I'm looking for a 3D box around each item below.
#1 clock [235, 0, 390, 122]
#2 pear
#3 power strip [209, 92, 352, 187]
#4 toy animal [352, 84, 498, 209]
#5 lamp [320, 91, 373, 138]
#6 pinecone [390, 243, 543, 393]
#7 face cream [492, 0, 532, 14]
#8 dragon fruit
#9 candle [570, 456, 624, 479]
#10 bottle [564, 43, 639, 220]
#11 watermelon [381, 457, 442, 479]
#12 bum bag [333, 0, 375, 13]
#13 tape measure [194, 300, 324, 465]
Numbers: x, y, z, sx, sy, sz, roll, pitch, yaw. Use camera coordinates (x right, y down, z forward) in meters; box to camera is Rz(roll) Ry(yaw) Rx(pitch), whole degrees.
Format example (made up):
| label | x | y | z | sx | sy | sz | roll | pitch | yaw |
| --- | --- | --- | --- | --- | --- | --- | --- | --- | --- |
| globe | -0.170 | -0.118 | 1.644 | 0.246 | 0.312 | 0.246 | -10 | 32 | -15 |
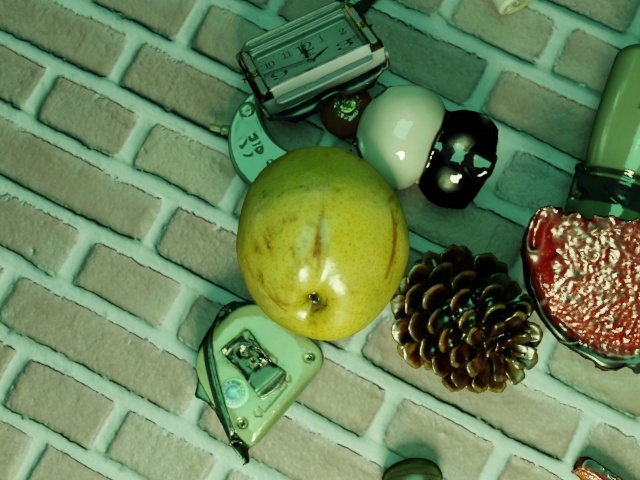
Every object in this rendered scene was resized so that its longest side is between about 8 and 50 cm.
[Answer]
| label | x | y | z | sx | sy | sz | roll | pitch | yaw |
| --- | --- | --- | --- | --- | --- | --- | --- | --- | --- |
| clock | -0.018 | -0.316 | 1.762 | 0.253 | 0.083 | 0.186 | -24 | 45 | -2 |
| pear | 0.000 | 0.000 | 1.627 | 0.315 | 0.314 | 0.314 | 0 | 80 | 2 |
| power strip | -0.083 | -0.164 | 1.793 | 0.253 | 0.054 | 0.167 | 33 | 82 | 7 |
| toy animal | 0.177 | -0.168 | 1.714 | 0.235 | 0.165 | 0.187 | 21 | 84 | -4 |
| lamp | 0.048 | -0.231 | 1.781 | 0.101 | 0.090 | 0.101 | 0 | 79 | 1 |
| pinecone | 0.250 | 0.136 | 1.615 | 0.247 | 0.292 | 0.246 | -5 | 105 | -20 |
| face cream | 0.295 | -0.569 | 1.833 | 0.092 | 0.092 | 0.311 | -28 | 79 | -3 |
| dragon fruit | 0.487 | 0.078 | 1.643 | 0.344 | 0.100 | 0.282 | 12 | 108 | 2 |
| candle | 0.502 | 0.419 | 1.674 | 0.162 | 0.048 | 0.053 | 32 | 117 | 7 |
| bottle | 0.542 | -0.157 | 1.714 | 0.169 | 0.168 | 0.346 | 21 | 86 | 6 |
| watermelon | 0.152 | 0.408 | 1.669 | 0.111 | 0.078 | 0.078 | -13 | 80 | 0 |
| bum bag | 0.079 | -0.457 | 1.849 | 0.124 | 0.034 | 0.058 | -44 | 95 | -5 |
| tape measure | -0.129 | 0.227 | 1.695 | 0.207 | 0.115 | 0.235 | 40 | 84 | 6 |
